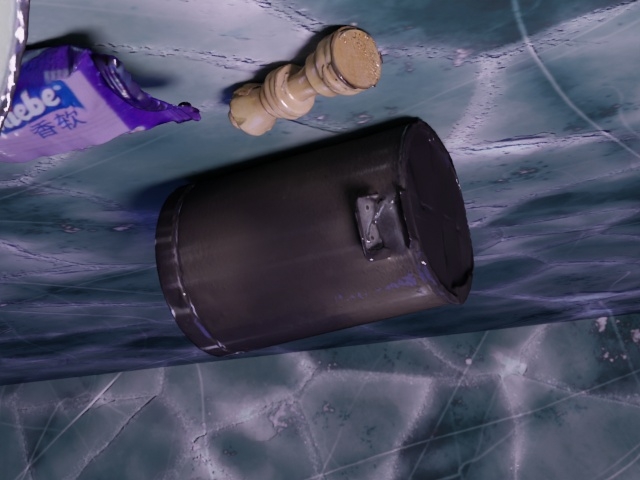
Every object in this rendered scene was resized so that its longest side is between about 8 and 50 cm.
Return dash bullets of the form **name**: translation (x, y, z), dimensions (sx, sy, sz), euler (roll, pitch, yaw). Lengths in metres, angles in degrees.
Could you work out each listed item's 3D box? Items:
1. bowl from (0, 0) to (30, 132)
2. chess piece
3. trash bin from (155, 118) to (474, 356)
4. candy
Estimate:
- **bowl**: translation (-0.332, -0.121, 0.553), dimensions (0.185, 0.354, 0.354), euler (38, -163, 36)
- **chess piece**: translation (-0.023, -0.134, 1.065), dimensions (0.060, 0.060, 0.172), euler (5, 165, -40)
- **trash bin**: translation (0.000, 0.000, 1.317), dimensions (0.301, 0.203, 0.252), euler (-15, -178, 26)
- **candy**: translation (-0.252, -0.111, 1.019), dimensions (0.275, 0.070, 0.145), euler (-6, 161, 16)
